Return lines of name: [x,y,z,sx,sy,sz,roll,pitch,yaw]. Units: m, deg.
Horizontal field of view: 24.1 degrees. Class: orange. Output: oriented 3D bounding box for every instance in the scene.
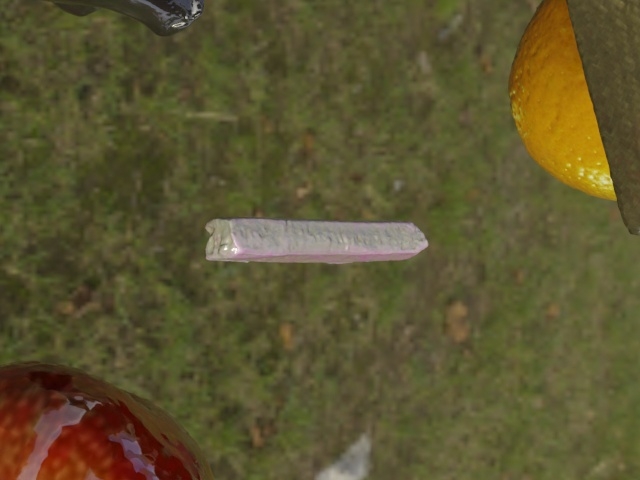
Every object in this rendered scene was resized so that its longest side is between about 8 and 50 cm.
orange: [0.363,-0.212,1.630,0.334,0.262,0.196,-48,168,-18]

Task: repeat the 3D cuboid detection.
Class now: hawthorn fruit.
hawthorn fruit: [-0.195,0.210,1.016,0.299,0.275,0.275,-82,168,-79]

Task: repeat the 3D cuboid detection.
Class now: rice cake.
rice cake: [0.000,0.000,1.161,0.207,0.047,0.036,2,89,-42]

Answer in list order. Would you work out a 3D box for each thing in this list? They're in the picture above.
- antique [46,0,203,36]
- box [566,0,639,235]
antique: [-0.168,-0.300,1.232,0.255,0.322,0.185,29,32,-56]
box: [0.262,-0.127,0.769,0.273,0.143,0.184,-30,109,-42]
